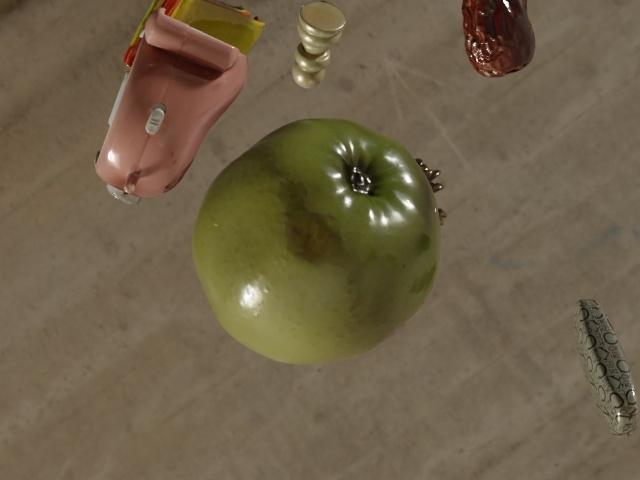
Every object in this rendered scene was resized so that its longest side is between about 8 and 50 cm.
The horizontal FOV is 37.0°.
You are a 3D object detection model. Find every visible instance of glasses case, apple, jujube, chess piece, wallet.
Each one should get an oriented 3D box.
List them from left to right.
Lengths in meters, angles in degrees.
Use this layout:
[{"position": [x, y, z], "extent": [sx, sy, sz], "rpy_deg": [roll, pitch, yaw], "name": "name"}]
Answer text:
[{"position": [-0.189, -0.297, 1.411], "extent": [0.141, 0.067, 0.241], "rpy_deg": [-53, 164, 16], "name": "wallet"}, {"position": [-0.009, -0.377, 1.891], "extent": [0.094, 0.094, 0.170], "rpy_deg": [-31, 153, -32], "name": "chess piece"}, {"position": [0.000, 0.000, 1.735], "extent": [0.474, 0.473, 0.473], "rpy_deg": [-35, 171, -6], "name": "apple"}, {"position": [0.190, -0.240, 1.027], "extent": [0.077, 0.129, 0.077], "rpy_deg": [-7, -162, 2], "name": "jujube"}, {"position": [0.640, 0.282, 2.162], "extent": [0.085, 0.354, 0.137], "rpy_deg": [-7, 132, 1], "name": "glasses case"}]

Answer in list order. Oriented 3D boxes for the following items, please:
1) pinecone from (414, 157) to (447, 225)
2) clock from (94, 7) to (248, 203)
[{"position": [0.101, -0.039, 2.252], "extent": [0.398, 0.397, 0.398], "rpy_deg": [-35, 171, -6], "name": "pinecone"}, {"position": [-0.194, -0.157, 1.211], "extent": [0.241, 0.142, 0.227], "rpy_deg": [-64, -166, 7], "name": "clock"}]
